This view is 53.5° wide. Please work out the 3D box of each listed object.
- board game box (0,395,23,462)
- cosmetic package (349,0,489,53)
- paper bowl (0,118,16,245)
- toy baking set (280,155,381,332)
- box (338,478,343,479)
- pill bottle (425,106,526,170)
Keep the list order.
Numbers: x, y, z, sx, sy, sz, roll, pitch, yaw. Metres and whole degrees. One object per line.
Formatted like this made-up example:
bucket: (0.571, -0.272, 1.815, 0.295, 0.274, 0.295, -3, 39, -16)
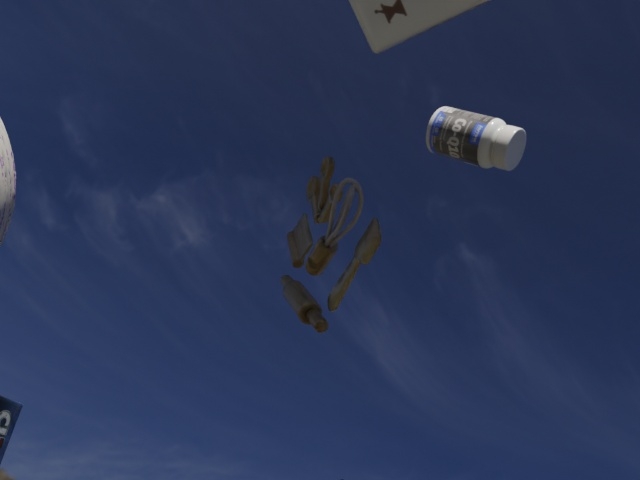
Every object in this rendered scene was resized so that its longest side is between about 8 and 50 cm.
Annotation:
board game box: (-0.427, 0.274, 0.651, 0.164, 0.244, 0.042, 2, -28, 20)
cosmetic package: (0.110, -0.400, 0.695, 0.161, 0.453, 0.230, -18, -63, 24)
paper bowl: (-0.429, -0.052, 0.540, 0.283, 0.148, 0.285, -1, -76, -4)
toy baking set: (-0.002, 0.006, 0.759, 0.030, 0.256, 0.197, 7, -72, -20)
box: (-0.033, 0.439, 0.840, 0.153, 0.207, 0.108, 57, -33, 30)
pill bottle: (0.238, -0.155, 0.975, 0.137, 0.078, 0.078, 23, -45, 37)
